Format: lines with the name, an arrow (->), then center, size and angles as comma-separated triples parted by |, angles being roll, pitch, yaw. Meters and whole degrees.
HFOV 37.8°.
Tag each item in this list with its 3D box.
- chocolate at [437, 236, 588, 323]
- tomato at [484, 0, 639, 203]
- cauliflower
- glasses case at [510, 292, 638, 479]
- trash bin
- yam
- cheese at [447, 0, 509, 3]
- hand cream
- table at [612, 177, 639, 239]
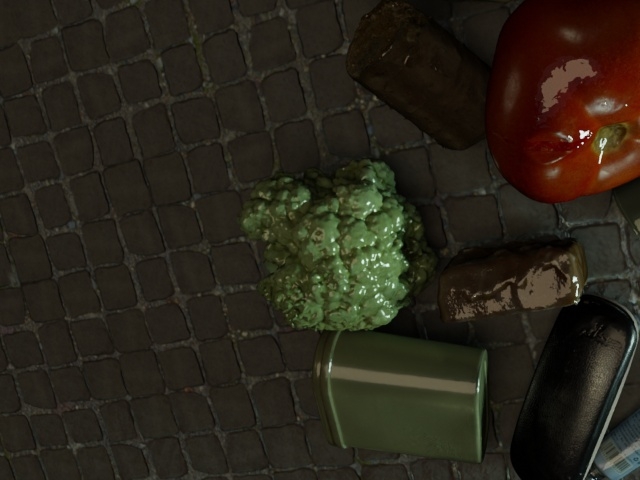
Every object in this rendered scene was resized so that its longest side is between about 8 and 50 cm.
chocolate -> 0.269, 0.051, 1.338 | 0.214, 0.148, 0.093 | -9, 95, 21
tomato -> 0.334, -0.195, 1.190 | 0.298, 0.298, 0.226 | -46, 43, 25
cauliflower -> 0.016, -0.010, 1.378 | 0.260, 0.327, 0.281 | -57, 35, 9
glasses case -> 0.368, 0.230, 1.369 | 0.122, 0.075, 0.315 | 26, 109, 35
trash bin -> 0.128, 0.236, 1.422 | 0.247, 0.121, 0.243 | 4, 137, 18
yam -> 0.141, -0.224, 1.273 | 0.128, 0.238, 0.129 | 12, 80, 49
cheese -> 0.131, -0.426, 1.252 | 0.247, 0.173, 0.252 | -8, 101, 14
hand cream -> 0.493, 0.268, 1.355 | 0.271, 0.058, 0.091 | -45, 71, 22
table -> 0.510, -0.077, 1.217 | 0.220, 0.126, 0.126 | -35, 89, 25
